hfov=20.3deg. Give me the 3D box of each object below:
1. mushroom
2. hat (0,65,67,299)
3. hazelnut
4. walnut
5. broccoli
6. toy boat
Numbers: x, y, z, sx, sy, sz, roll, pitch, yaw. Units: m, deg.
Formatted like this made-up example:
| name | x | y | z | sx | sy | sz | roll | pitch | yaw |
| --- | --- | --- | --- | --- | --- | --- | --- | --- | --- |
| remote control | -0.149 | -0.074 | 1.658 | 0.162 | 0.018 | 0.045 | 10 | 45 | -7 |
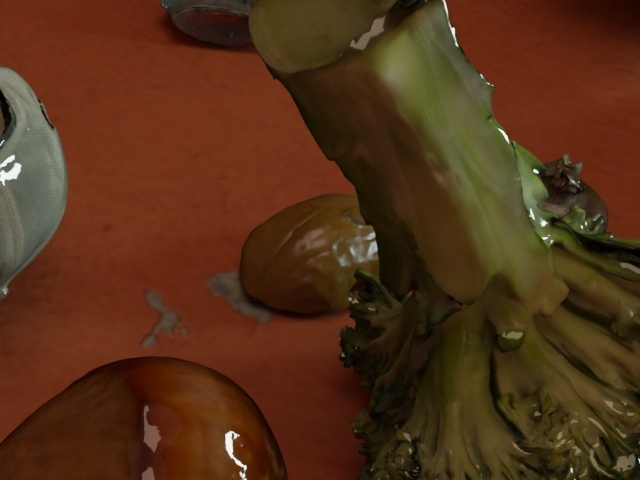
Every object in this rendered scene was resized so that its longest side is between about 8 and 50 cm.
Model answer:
| name | x | y | z | sx | sy | sz | roll | pitch | yaw |
| --- | --- | --- | --- | --- | --- | --- | --- | --- | --- |
| mushroom | 0.161 | -0.029 | 1.248 | 0.085 | 0.079 | 0.085 | 4 | 46 | -4 |
| hat | -0.288 | -0.035 | 1.138 | 0.275 | 0.161 | 0.232 | 11 | 25 | 37 |
| hazelnut | -0.100 | 0.152 | 0.956 | 0.182 | 0.182 | 0.182 | 5 | 43 | -5 |
| walnut | 0.000 | 0.000 | 1.211 | 0.121 | 0.052 | 0.091 | -25 | 49 | -34 |
| broccoli | 0.063 | 0.014 | 1.011 | 0.361 | 0.252 | 0.221 | 35 | 24 | -31 |
| toy boat | -0.079 | -0.198 | 1.432 | 0.096 | 0.034 | 0.122 | 8 | 34 | -6 |
